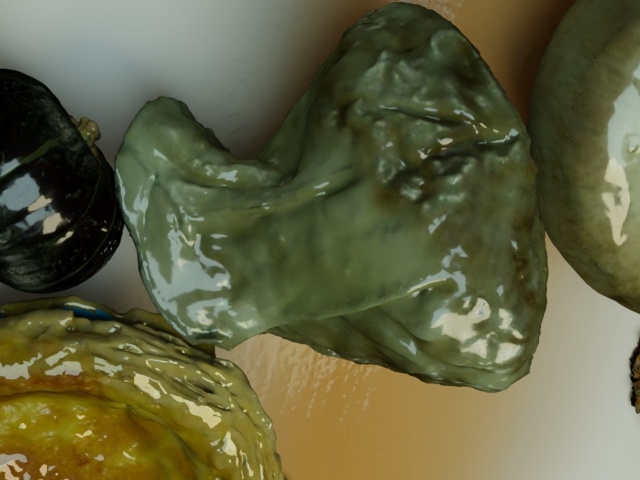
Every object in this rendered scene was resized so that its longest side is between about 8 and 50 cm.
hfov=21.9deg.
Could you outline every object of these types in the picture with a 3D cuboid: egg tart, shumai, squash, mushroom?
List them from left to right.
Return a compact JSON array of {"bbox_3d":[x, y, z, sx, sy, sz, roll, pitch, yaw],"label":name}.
[{"bbox_3d":[-0.240,-0.046,1.325,0.156,0.193,0.193,-34,114,20],"label":"squash"},{"bbox_3d":[-0.216,0.209,1.402,0.388,0.169,0.387,-3,111,-7],"label":"egg tart"},{"bbox_3d":[0.000,0.000,1.320,0.289,0.330,0.292,-14,156,-27],"label":"shumai"},{"bbox_3d":[0.342,-0.085,1.409,0.352,0.260,0.352,-4,115,-9],"label":"mushroom"}]

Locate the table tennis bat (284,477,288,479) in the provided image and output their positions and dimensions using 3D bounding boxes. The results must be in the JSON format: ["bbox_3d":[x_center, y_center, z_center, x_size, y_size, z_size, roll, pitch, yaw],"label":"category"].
[{"bbox_3d":[-0.161,0.313,1.544,0.321,0.050,0.198,-20,109,-9],"label":"table tennis bat"}]

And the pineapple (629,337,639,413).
[{"bbox_3d":[0.391,0.147,1.566,0.162,0.137,0.176,3,107,-15],"label":"pineapple"}]
